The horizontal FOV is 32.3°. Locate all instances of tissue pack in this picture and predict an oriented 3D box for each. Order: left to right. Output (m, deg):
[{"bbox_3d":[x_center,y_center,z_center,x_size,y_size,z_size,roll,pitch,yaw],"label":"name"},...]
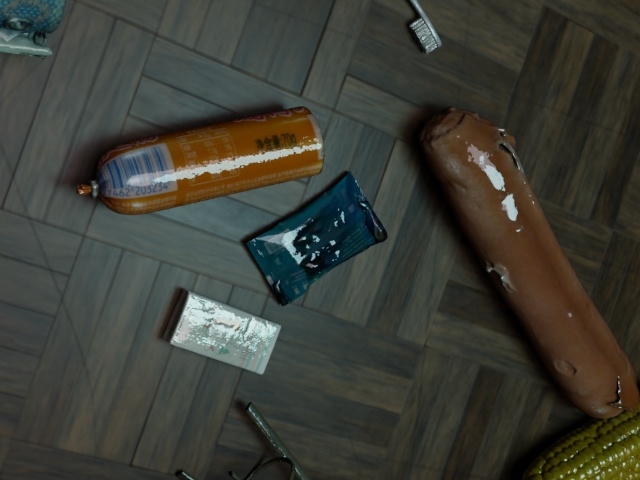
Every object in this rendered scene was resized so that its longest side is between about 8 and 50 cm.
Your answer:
[{"bbox_3d":[-0.096,0.091,1.090,0.108,0.023,0.056,24,87,-28],"label":"tissue pack"},{"bbox_3d":[0.000,0.000,1.124,0.138,0.028,0.085,-36,112,-21],"label":"tissue pack"}]

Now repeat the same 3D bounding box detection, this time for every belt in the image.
[{"bbox_3d":[-0.245,-0.254,0.899,0.082,0.147,0.163,3,68,-24],"label":"belt"}]

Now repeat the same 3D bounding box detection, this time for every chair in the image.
[{"bbox_3d":[-0.031,0.279,1.112,0.104,0.095,0.221,-43,115,-2],"label":"chair"}]

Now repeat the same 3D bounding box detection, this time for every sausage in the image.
[{"bbox_3d":[-0.113,-0.071,1.031,0.234,0.071,0.071,-14,104,-25],"label":"sausage"},{"bbox_3d":[0.234,0.032,1.210,0.094,0.094,0.419,-23,114,24],"label":"sausage"}]

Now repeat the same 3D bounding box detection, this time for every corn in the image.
[{"bbox_3d":[0.361,0.242,1.305,0.313,0.102,0.102,-25,108,-19],"label":"corn"}]

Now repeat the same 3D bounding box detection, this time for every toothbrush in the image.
[{"bbox_3d":[0.056,-0.299,1.109,0.024,0.018,0.257,-36,113,-11],"label":"toothbrush"}]
